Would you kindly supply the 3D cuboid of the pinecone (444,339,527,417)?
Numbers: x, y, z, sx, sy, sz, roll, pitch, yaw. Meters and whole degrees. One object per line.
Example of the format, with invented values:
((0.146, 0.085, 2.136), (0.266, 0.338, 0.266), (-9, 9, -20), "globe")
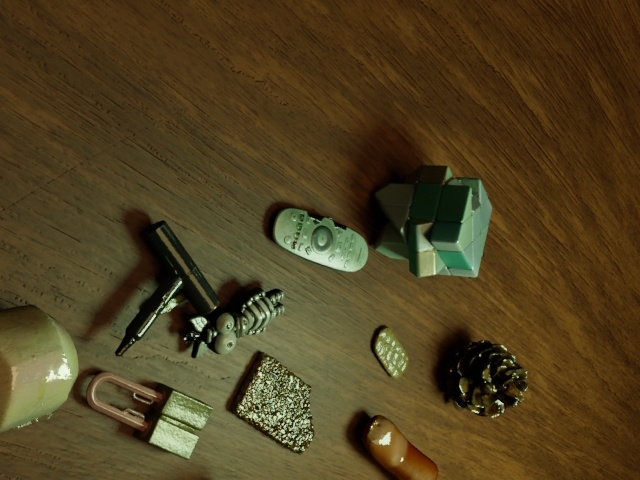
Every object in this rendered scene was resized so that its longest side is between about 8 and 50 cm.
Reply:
((0.407, 0.345, 1.859), (0.179, 0.204, 0.184), (-23, 113, -20), "pinecone")

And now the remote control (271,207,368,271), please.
((0.001, 0.000, 1.504), (0.256, 0.045, 0.097), (25, 78, -41), "remote control")

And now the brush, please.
((-0.290, 0.281, 1.261), (0.233, 0.047, 0.103), (39, 70, -41), "brush")

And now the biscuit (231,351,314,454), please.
((-0.072, 0.328, 1.501), (0.237, 0.026, 0.131), (44, 68, -39), "biscuit")

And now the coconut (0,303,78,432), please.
((-0.432, 0.178, 1.024), (0.183, 0.171, 0.171), (-18, 109, -45), "coconut")

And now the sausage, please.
((0.180, 0.497, 1.744), (0.089, 0.083, 0.300), (-53, 127, -16), "sausage")

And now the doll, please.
((-0.150, 0.145, 1.363), (0.219, 0.067, 0.091), (-21, 123, -39), "doll")

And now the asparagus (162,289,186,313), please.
((-0.253, 0.103, 1.284), (0.108, 0.021, 0.025), (-33, 120, -36), "asparagus")

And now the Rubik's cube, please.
((0.235, -0.028, 1.627), (0.224, 0.213, 0.265), (52, 50, -53), "Rubik's cube")

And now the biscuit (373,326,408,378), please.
((0.161, 0.257, 1.726), (0.071, 0.018, 0.147), (-51, 128, -25), "biscuit")

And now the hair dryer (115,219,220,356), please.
((-0.277, 0.089, 1.222), (0.195, 0.050, 0.173), (-43, 112, -30), "hair dryer")
